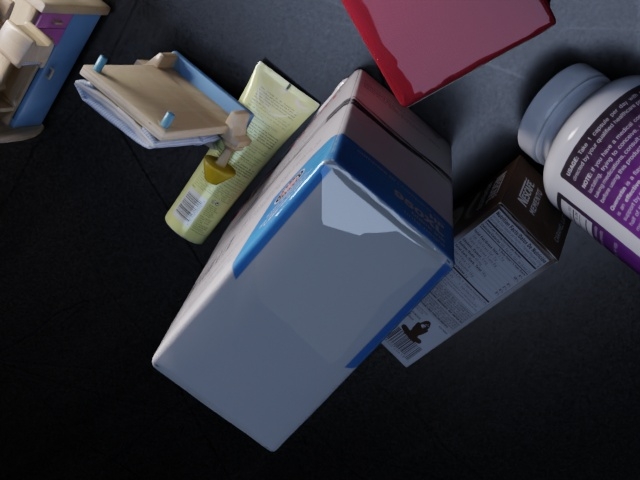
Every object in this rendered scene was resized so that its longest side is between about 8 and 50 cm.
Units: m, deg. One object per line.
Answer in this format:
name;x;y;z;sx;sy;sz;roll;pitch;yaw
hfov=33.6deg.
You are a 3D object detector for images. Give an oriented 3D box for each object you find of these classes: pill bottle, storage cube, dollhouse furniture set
pill bottle;0.374;-0.058;1.158;0.323;0.181;0.181;45;115;30
storage cube;0.134;-0.290;1.172;0.215;0.183;0.193;-27;103;17
dollhouse furniture set;-0.277;-0.133;1.235;0.303;0.286;0.198;39;112;12

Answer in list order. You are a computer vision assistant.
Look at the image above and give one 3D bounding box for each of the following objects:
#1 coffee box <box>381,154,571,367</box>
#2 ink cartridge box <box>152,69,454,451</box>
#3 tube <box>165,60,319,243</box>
coffee box;0.172;0.027;1.273;0.098;0.141;0.246;45;123;-7
ink cartridge box;0.000;0.000;1.186;0.166;0.395;0.285;38;111;-9
tube;-0.107;-0.104;1.352;0.240;0.070;0.062;-53;51;15
